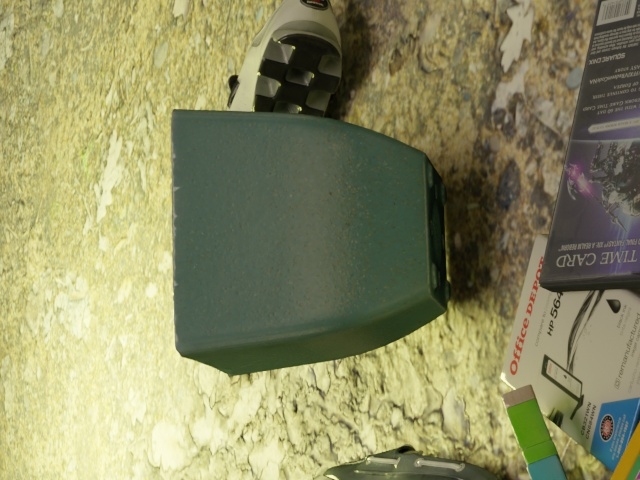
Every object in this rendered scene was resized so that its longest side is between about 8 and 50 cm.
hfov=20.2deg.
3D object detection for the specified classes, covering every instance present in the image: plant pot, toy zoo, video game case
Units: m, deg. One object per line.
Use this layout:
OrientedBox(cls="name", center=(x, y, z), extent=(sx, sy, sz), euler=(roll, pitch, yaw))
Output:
OrientedBox(cls="plant pot", center=(0.000, 0.000, 1.838), extent=(0.247, 0.252, 0.248), euler=(39, -132, -75))
OrientedBox(cls="toy zoo", center=(0.226, 0.287, 1.509), extent=(0.192, 0.030, 0.293), euler=(63, -173, -58))
OrientedBox(cls="video game case", center=(0.279, -0.093, 1.491), extent=(0.196, 0.026, 0.274), euler=(-6, 68, 55))

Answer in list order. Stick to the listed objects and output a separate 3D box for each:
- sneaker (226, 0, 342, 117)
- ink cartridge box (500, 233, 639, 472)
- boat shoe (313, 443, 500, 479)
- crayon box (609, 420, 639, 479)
OrientedBox(cls="sneaker", center=(-0.049, -0.171, 2.156), extent=(0.146, 0.122, 0.330), euler=(-87, 20, -43))
OrientedBox(cls="ink cartridge box", center=(0.253, 0.097, 1.550), extent=(0.203, 0.086, 0.148), euler=(38, 119, 57))
OrientedBox(cls="boat shoe", center=(0.092, 0.268, 1.864), extent=(0.099, 0.116, 0.319), euler=(-46, 14, -16))
OrientedBox(cls="crayon box", center=(0.334, 0.197, 1.325), extent=(0.165, 0.081, 0.278), euler=(-62, 28, -5))
